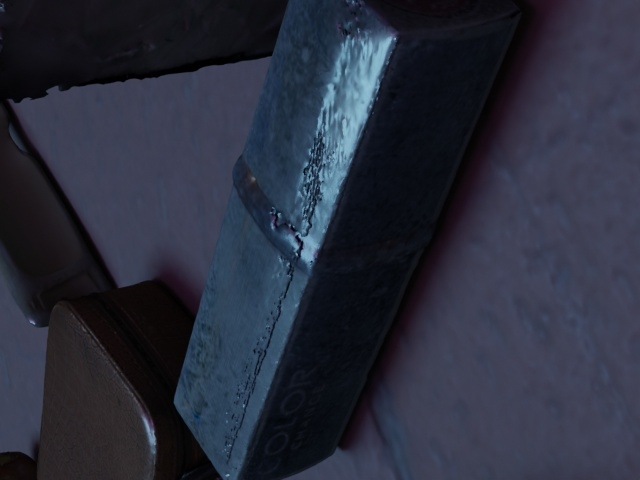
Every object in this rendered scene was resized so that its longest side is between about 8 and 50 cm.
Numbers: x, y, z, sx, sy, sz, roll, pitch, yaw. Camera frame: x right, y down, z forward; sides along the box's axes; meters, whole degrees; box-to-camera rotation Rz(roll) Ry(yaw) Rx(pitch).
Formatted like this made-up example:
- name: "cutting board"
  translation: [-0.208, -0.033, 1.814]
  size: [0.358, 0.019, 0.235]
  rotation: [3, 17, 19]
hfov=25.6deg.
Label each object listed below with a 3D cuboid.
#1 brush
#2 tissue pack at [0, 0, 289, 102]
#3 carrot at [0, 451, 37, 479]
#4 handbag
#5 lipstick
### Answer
- name: "brush"
  translation: [-0.240, -0.063, 0.976]
  size: [0.321, 0.060, 0.050]
  rotation: [55, 152, 28]
- name: "tissue pack"
  translation: [-0.144, -0.250, 0.655]
  size: [0.370, 0.198, 0.210]
  rotation: [44, 138, 37]
- name: "carrot"
  translation: [-0.221, 0.272, 1.070]
  size: [0.059, 0.059, 0.248]
  rotation: [18, 120, 50]
- name: "handbag"
  translation: [-0.110, 0.136, 0.855]
  size: [0.151, 0.072, 0.193]
  rotation: [43, 132, 37]
- name: "lipstick"
  translation: [0.000, 0.000, 0.648]
  size: [0.076, 0.077, 0.290]
  rotation: [49, 138, 32]
